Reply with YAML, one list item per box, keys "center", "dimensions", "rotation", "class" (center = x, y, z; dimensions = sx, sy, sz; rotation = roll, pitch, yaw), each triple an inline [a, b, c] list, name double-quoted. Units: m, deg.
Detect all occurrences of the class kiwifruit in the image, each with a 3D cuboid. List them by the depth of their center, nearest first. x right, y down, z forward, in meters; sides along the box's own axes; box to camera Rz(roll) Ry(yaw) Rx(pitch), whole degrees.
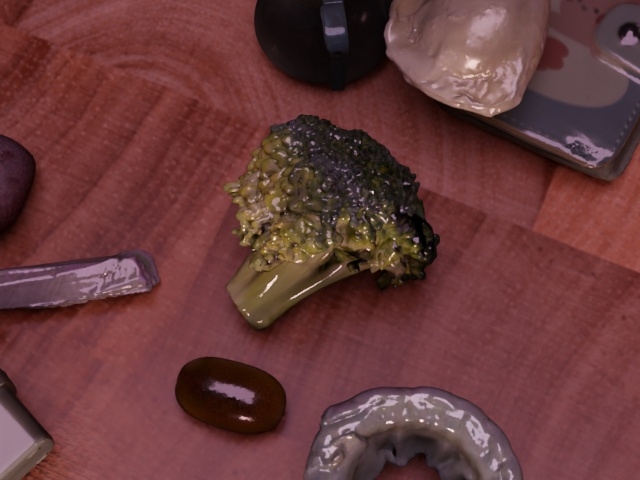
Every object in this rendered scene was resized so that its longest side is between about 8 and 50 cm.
- center: [-0.097, 0.168, 1.576]
  dimensions: [0.124, 0.075, 0.075]
  rotation: [18, 71, 2]
  class: "kiwifruit"

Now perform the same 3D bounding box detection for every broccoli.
- center: [0.000, 0.000, 1.582]
  dimensions: [0.247, 0.263, 0.243]
  rotation: [40, 105, -18]
  class: "broccoli"

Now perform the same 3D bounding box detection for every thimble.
- center: [0.089, 0.260, 1.502]
  dimensions: [0.237, 0.150, 0.237]
  rotation: [0, 69, 1]
  class: "thimble"

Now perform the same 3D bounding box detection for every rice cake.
- center: [-0.316, 0.050, 1.629]
  dimensions: [0.269, 0.049, 0.055]
  rotation: [-8, 93, -3]
  class: "rice cake"

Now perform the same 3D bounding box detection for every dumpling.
- center: [0.168, -0.252, 1.635]
  dimensions: [0.179, 0.131, 0.252]
  rotation: [9, 61, 15]
  class: "dumpling"

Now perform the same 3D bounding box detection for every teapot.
- center: [0.007, -0.276, 1.652]
  dimensions: [0.171, 0.225, 0.203]
  rotation: [-7, 70, -2]
  class: "teapot"

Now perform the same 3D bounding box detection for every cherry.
- center: [-0.369, -0.043, 1.628]
  dimensions: [0.188, 0.115, 0.148]
  rotation: [41, 33, 23]
  class: "cherry"

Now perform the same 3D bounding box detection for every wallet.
- center: [0.322, -0.251, 1.725]
  dimensions: [0.252, 0.083, 0.360]
  rotation: [28, 73, 15]
  class: "wallet"

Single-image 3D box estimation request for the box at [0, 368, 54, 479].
- center: [-0.390, 0.230, 1.515]
  dimensions: [0.210, 0.148, 0.129]
  rotation: [-43, 84, -12]
  class: "box"
